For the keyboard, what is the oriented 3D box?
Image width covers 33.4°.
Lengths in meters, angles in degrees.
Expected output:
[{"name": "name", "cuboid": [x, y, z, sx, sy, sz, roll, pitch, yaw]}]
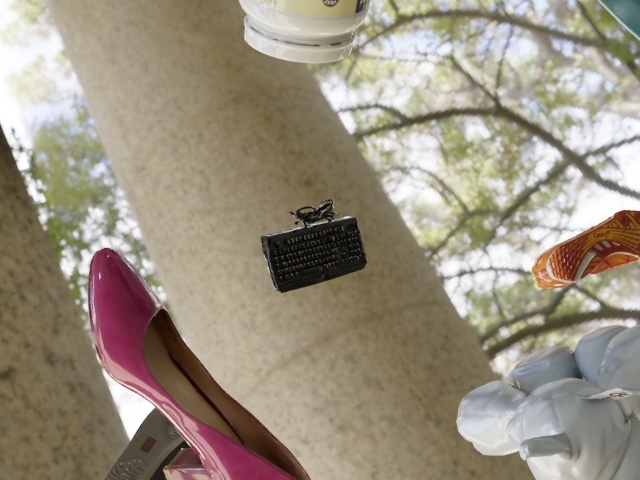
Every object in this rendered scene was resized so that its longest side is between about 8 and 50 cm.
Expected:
[{"name": "keyboard", "cuboid": [0.000, 0.000, 1.318, 0.038, 0.100, 0.192, -22, -4, 36]}]

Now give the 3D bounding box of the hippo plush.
[{"name": "hippo plush", "cuboid": [0.302, 0.232, 1.079, 0.234, 0.237, 0.294, -27, 3, -8]}]

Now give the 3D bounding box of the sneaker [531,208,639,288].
[{"name": "sneaker", "cuboid": [0.315, 0.007, 1.210, 0.175, 0.064, 0.067, -15, -6, -21]}]

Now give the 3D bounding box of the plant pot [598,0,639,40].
[{"name": "plant pot", "cuboid": [0.410, -0.368, 1.209, 0.196, 0.293, 0.293, -40, -27, 5]}]

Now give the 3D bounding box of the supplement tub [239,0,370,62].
[{"name": "supplement tub", "cuboid": [-0.018, -0.497, 1.854, 0.235, 0.235, 0.325, -12, -54, -31]}]

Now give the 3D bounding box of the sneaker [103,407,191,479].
[{"name": "sneaker", "cuboid": [-0.237, 0.335, 1.644, 0.222, 0.083, 0.118, -48, -38, -22]}]

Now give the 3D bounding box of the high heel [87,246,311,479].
[{"name": "high heel", "cuboid": [-0.146, 0.165, 1.310, 0.181, 0.377, 0.127, -14, 22, 23]}]
